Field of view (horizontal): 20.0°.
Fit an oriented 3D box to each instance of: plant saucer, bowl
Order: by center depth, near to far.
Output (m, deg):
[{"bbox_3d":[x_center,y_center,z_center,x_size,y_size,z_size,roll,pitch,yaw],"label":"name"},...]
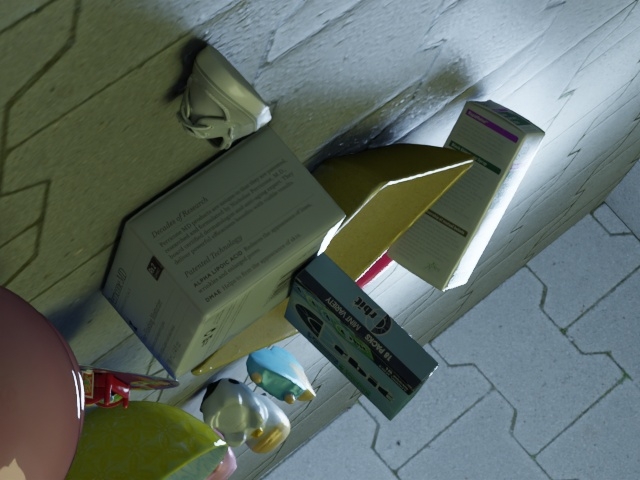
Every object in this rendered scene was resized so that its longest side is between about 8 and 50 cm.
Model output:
[{"bbox_3d":[-0.262,0.271,2.089,0.289,0.156,0.289,-39,170,-9],"label":"bowl"},{"bbox_3d":[0.000,0.000,2.139,0.333,0.081,0.333,-45,168,22],"label":"plant saucer"}]

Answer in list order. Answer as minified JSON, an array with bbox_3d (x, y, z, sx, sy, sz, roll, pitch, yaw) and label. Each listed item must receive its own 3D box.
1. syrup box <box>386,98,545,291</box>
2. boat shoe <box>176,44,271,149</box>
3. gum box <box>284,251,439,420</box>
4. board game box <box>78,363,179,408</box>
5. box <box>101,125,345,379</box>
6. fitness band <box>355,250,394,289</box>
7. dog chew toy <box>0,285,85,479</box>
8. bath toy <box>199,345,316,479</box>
[{"bbox_3d":[0.190,-0.061,2.359,0.237,0.096,0.093,-62,163,16],"label":"syrup box"},{"bbox_3d":[-0.085,-0.108,1.453,0.063,0.066,0.184,-42,179,-1],"label":"boat shoe"},{"bbox_3d":[0.037,0.098,1.797,0.041,0.157,0.184,-44,172,-13],"label":"gum box"},{"bbox_3d":[-0.224,0.148,1.765,0.168,0.033,0.133,14,164,-35],"label":"board game box"},{"bbox_3d":[-0.095,0.014,1.732,0.182,0.119,0.181,-36,169,-25],"label":"box"},{"bbox_3d":[0.069,0.001,2.472,0.209,0.054,0.291,-31,164,-45],"label":"fitness band"},{"bbox_3d":[-0.270,0.127,1.378,0.206,0.206,0.332,-41,177,1],"label":"dog chew toy"},{"bbox_3d":[-0.168,0.301,2.682,0.348,0.151,0.129,-43,-155,10],"label":"bath toy"}]
